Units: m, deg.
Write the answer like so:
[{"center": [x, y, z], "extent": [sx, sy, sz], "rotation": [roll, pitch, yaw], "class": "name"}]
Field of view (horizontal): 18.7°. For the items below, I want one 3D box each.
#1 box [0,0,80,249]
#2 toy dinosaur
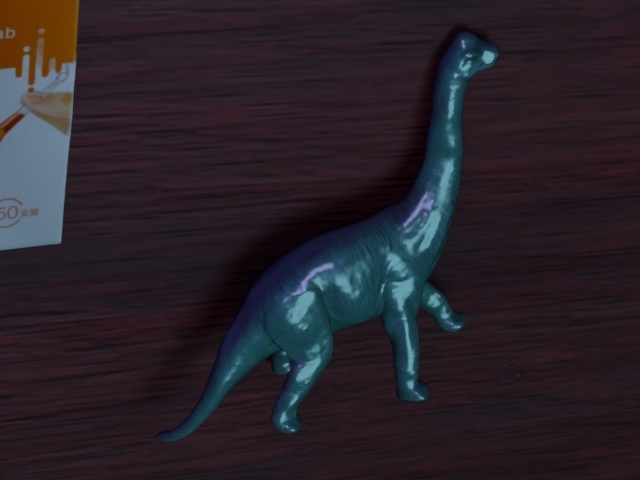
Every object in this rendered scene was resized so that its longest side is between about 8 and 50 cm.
[{"center": [-0.302, -0.158, 1.445], "extent": [0.225, 0.143, 0.341], "rotation": [-7, 130, -21], "class": "box"}, {"center": [0.000, 0.000, 1.778], "extent": [0.383, 0.129, 0.331], "rotation": [-18, 123, -10], "class": "toy dinosaur"}]
